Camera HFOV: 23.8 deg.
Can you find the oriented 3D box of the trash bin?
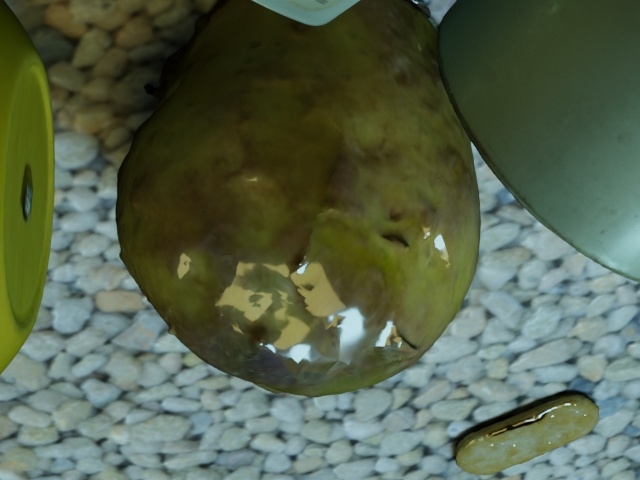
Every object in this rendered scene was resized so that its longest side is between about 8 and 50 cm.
[{"bbox_3d":[0.294,-0.192,0.884,0.280,0.280,0.432,21,131,-31],"label":"trash bin"}]

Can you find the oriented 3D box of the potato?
[{"bbox_3d":[0.000,0.000,1.038,0.289,0.237,0.301,4,135,-18],"label":"potato"}]

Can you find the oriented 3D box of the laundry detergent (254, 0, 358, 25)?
[{"bbox_3d":[0.019,-0.267,0.857,0.215,0.105,0.280,26,127,-32],"label":"laundry detergent"}]

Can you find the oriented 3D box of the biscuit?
[{"bbox_3d":[0.195,0.185,1.441,0.147,0.018,0.071,-25,138,12],"label":"biscuit"}]

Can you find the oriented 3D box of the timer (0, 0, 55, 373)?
[{"bbox_3d":[-0.353,-0.033,0.859,0.387,0.376,0.376,5,136,1],"label":"timer"}]
